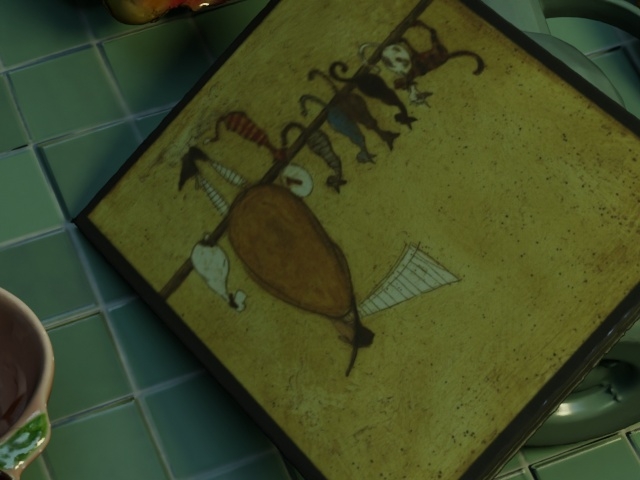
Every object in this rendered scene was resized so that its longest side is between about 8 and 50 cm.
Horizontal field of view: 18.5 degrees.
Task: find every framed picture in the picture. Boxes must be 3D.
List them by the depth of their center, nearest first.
[{"bbox_3d":[0.029,-0.015,1.071,0.255,0.014,0.338,-48,50,2],"label":"framed picture"}]

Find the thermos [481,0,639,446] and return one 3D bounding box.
[{"bbox_3d":[0.130,-0.038,1.126,0.182,0.145,0.287,-12,58,3],"label":"thermos"}]

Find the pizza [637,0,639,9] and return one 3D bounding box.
[{"bbox_3d":[0.274,-0.204,1.202,0.188,0.080,0.204,-14,90,16],"label":"pizza"}]

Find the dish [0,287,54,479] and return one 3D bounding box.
[{"bbox_3d":[-0.237,0.118,1.054,0.213,0.090,0.213,-1,56,1],"label":"dish"}]

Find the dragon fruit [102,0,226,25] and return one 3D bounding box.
[{"bbox_3d":[-0.081,-0.262,1.198,0.250,0.291,0.269,43,36,-10],"label":"dragon fruit"}]
